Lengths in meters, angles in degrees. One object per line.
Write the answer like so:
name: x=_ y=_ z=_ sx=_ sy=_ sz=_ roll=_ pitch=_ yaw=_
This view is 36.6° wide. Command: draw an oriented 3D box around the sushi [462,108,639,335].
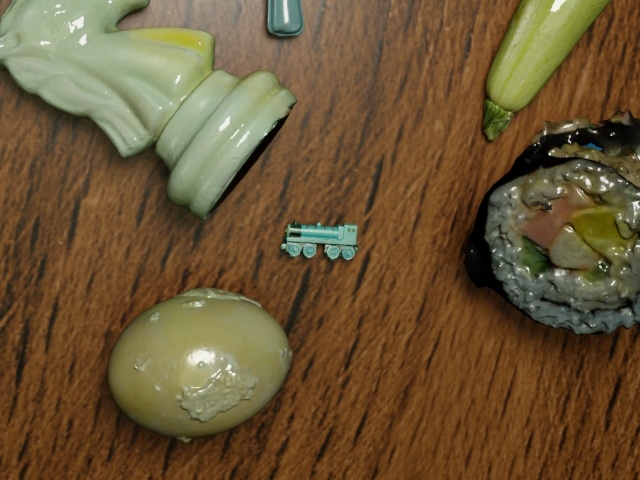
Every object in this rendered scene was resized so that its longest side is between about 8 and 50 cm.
sushi: x=0.302 y=-0.025 z=1.102 sx=0.225 sy=0.219 sz=0.238 roll=16 pitch=131 yaw=20

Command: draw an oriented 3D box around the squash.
squash: x=0.246 y=-0.215 z=1.105 sx=0.094 sy=0.094 sz=0.224 roll=25 pitch=104 yaw=-15

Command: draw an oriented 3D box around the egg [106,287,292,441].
egg: x=-0.132 y=0.137 z=1.061 sx=0.201 sy=0.164 sz=0.164 roll=-13 pitch=104 yaw=-12

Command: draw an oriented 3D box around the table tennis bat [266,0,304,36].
table tennis bat: x=-0.045 y=-0.344 z=1.039 sx=0.152 sy=0.040 sz=0.244 roll=-5 pitch=98 yaw=-11

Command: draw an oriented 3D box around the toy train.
toy train: x=0.000 y=0.000 z=1.123 sx=0.092 sy=0.029 sz=0.045 roll=4 pitch=94 yaw=-10

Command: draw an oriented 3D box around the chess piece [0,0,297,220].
chess piece: x=-0.186 y=-0.171 z=1.003 sx=0.298 sy=0.176 sz=0.176 roll=36 pitch=93 yaw=-3
